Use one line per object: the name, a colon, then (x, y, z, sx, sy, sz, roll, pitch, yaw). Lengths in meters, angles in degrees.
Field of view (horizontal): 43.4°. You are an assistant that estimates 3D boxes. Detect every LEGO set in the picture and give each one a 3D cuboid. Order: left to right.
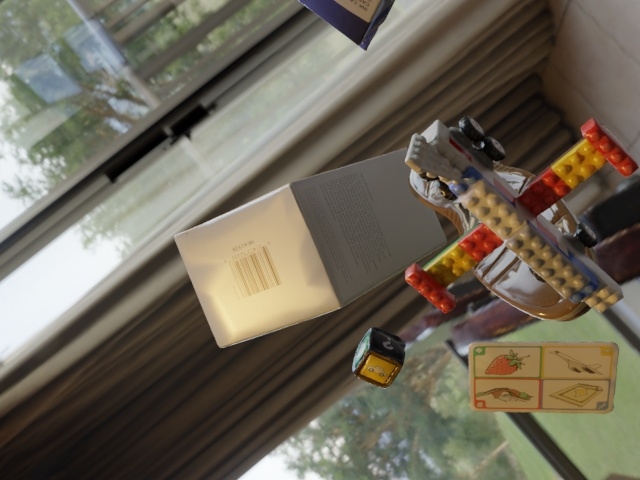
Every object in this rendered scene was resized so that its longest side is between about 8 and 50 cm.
LEGO set: (0.131, 0.029, 0.373, 0.060, 0.244, 0.182, -74, -20, -57)

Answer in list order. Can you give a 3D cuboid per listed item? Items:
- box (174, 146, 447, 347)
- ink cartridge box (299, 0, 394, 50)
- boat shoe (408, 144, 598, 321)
box: (0.000, 0.000, 1.158, 0.345, 0.215, 0.168, -23, -89, -57)
ink cartridge box: (0.010, -0.321, 0.781, 0.186, 0.065, 0.311, 38, 153, 4)
boat shoe: (0.223, -0.014, 0.921, 0.123, 0.123, 0.342, 27, -166, -31)
